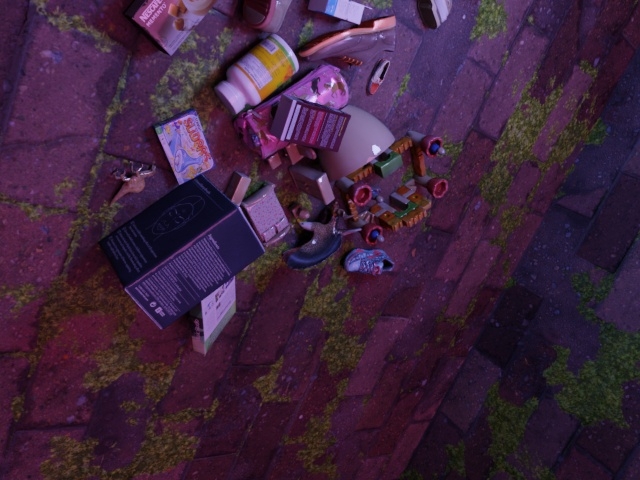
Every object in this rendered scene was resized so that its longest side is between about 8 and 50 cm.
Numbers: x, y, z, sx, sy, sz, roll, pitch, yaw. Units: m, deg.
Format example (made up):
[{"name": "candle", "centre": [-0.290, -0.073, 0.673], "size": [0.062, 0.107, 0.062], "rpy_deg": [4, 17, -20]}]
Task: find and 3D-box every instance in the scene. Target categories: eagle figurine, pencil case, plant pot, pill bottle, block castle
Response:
[{"name": "eagle figurine", "centre": [-0.009, -0.004, 2.016], "size": [0.226, 0.225, 0.298], "rpy_deg": [31, 84, -54]}, {"name": "pencil case", "centre": [-0.089, -0.426, 1.712], "size": [0.386, 0.167, 0.160], "rpy_deg": [-36, 91, -15]}, {"name": "plant pot", "centre": [0.094, -0.363, 1.839], "size": [0.284, 0.284, 0.191], "rpy_deg": [-37, 104, -14]}, {"name": "pill bottle", "centre": [-0.199, -0.501, 1.591], "size": [0.245, 0.136, 0.136], "rpy_deg": [-42, 134, -9]}, {"name": "block castle", "centre": [0.309, -0.208, 2.109], "size": [0.453, 0.213, 0.303], "rpy_deg": [-34, 132, -17]}]

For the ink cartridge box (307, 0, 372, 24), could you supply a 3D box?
[{"name": "ink cartridge box", "centre": [0.065, -0.741, 1.668], "size": [0.180, 0.104, 0.060], "rpy_deg": [0, 116, -37]}]

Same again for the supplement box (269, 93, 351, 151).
[{"name": "supplement box", "centre": [-0.029, -0.365, 1.636], "size": [0.239, 0.073, 0.130], "rpy_deg": [4, 115, -40]}]

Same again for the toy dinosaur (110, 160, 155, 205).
[{"name": "toy dinosaur", "centre": [-0.574, -0.174, 1.562], "size": [0.183, 0.053, 0.093], "rpy_deg": [-41, 135, -10]}]

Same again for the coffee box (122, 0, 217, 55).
[{"name": "coffee box", "centre": [-0.385, -0.639, 1.388], "size": [0.246, 0.098, 0.141], "rpy_deg": [-50, 134, -2]}]

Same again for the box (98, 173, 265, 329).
[{"name": "box", "centre": [-0.430, 0.021, 1.624], "size": [0.395, 0.293, 0.212], "rpy_deg": [-38, 133, -12]}]

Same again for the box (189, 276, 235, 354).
[{"name": "box", "centre": [-0.376, 0.211, 1.832], "size": [0.232, 0.058, 0.322], "rpy_deg": [-58, 159, -48]}]

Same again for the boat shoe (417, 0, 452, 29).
[{"name": "boat shoe", "centre": [0.387, -0.897, 1.825], "size": [0.103, 0.113, 0.302], "rpy_deg": [-45, 145, -8]}]

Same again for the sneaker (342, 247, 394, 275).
[{"name": "sneaker", "centre": [0.219, 0.098, 2.287], "size": [0.261, 0.125, 0.104], "rpy_deg": [-7, 120, -35]}]

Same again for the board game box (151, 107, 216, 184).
[{"name": "board game box", "centre": [-0.420, -0.290, 1.621], "size": [0.136, 0.035, 0.201], "rpy_deg": [-31, 131, -19]}]

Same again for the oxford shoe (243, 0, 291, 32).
[{"name": "oxford shoe", "centre": [-0.125, -0.783, 1.516], "size": [0.130, 0.123, 0.348], "rpy_deg": [-10, 125, -64]}]

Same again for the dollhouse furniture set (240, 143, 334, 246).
[{"name": "dollhouse furniture set", "centre": [-0.147, -0.127, 1.807], "size": [0.355, 0.173, 0.303], "rpy_deg": [-40, 133, -20]}]

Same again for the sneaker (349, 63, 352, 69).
[{"name": "sneaker", "centre": [0.124, -0.632, 1.831], "size": [0.098, 0.038, 0.069], "rpy_deg": [13, 109, -32]}]

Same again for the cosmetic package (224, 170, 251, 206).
[{"name": "cosmetic package", "centre": [-0.287, -0.172, 1.779], "size": [0.041, 0.060, 0.115], "rpy_deg": [15, 105, -42]}]

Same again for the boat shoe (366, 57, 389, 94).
[{"name": "boat shoe", "centre": [0.213, -0.599, 1.913], "size": [0.049, 0.043, 0.137], "rpy_deg": [8, 112, -42]}]

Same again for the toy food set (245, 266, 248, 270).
[{"name": "toy food set", "centre": [-0.326, 0.023, 1.891], "size": [0.192, 0.038, 0.132], "rpy_deg": [28, 90, -39]}]

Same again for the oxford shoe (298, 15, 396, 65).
[{"name": "oxford shoe", "centre": [0.103, -0.634, 1.722], "size": [0.363, 0.130, 0.133], "rpy_deg": [-23, 117, -16]}]
